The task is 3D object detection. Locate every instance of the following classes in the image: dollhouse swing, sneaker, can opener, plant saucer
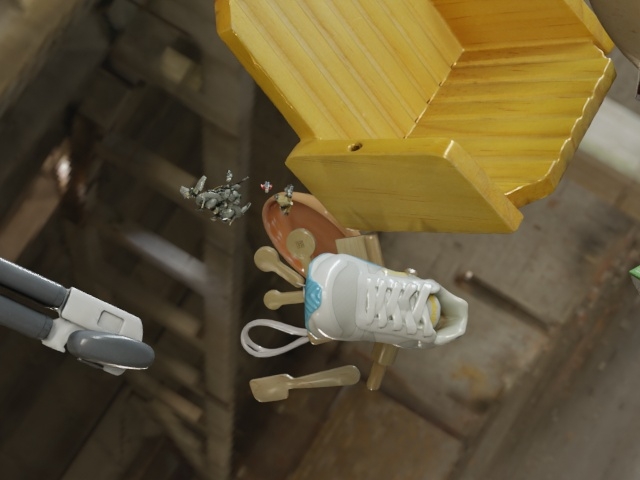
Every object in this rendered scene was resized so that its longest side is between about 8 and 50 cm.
[{"bbox_3d":[0.114,-0.236,1.426,0.347,0.315,0.305,-55,-48,-36],"label":"dollhouse swing"},{"bbox_3d":[0.063,0.060,1.246,0.228,0.092,0.087,12,-100,-56],"label":"sneaker"},{"bbox_3d":[-0.316,0.076,1.453,0.095,0.283,0.076,-2,64,56],"label":"can opener"},{"bbox_3d":[0.000,0.000,1.915,0.037,0.200,0.200,-47,-12,-27],"label":"plant saucer"}]

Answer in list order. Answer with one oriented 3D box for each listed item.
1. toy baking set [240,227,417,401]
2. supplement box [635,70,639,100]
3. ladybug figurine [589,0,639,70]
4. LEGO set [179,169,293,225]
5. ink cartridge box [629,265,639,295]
[{"bbox_3d":[0.006,0.094,1.509,0.030,0.197,0.256,-48,-27,-63],"label":"toy baking set"},{"bbox_3d":[0.440,-0.290,1.528,0.239,0.073,0.130,92,-169,-50],"label":"supplement box"},{"bbox_3d":[0.425,-0.211,1.007,0.162,0.449,0.305,-56,-17,-40],"label":"ladybug figurine"},{"bbox_3d":[-0.061,-0.027,0.922,0.054,0.083,0.023,72,-164,-52],"label":"LEGO set"},{"bbox_3d":[0.694,0.056,2.279,0.219,0.092,0.160,-30,16,-3],"label":"ink cartridge box"}]
